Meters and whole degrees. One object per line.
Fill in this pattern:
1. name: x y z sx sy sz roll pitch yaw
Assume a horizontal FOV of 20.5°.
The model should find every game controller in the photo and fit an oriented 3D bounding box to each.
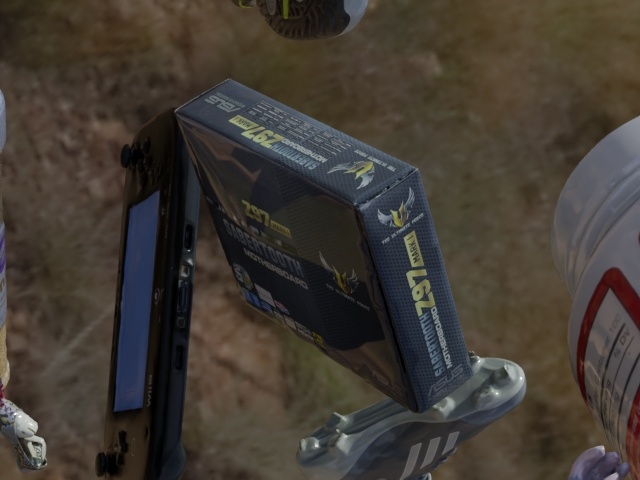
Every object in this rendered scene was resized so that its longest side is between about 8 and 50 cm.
1. game controller: -0.139 0.053 1.450 0.067 0.166 0.319 5 81 -11

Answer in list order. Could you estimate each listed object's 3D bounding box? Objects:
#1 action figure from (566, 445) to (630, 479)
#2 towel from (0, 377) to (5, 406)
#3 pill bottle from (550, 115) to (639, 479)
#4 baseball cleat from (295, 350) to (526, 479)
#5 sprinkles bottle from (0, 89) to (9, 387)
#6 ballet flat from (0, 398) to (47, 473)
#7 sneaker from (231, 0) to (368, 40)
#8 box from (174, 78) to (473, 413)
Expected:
1. action figure: 0.124 0.298 0.922 0.370 0.276 0.248 33 35 -9
2. towel: -0.368 0.114 1.419 0.275 0.198 0.031 87 -16 -67
3. pill bottle: 0.282 0.089 1.023 0.229 0.229 0.408 43 14 -33
4. baseball cleat: 0.085 0.162 1.438 0.109 0.206 0.072 56 24 -33
5. sprinkles bottle: -0.369 0.005 1.738 0.121 0.121 0.355 -51 155 -48
6. ballet flat: -0.330 0.217 1.972 0.041 0.041 0.114 -66 151 -42
7. sneaker: 0.001 -0.294 1.808 0.147 0.385 0.145 -6 109 -12
8. box: 0.000 0.000 1.266 0.059 0.232 0.183 -33 127 -23
